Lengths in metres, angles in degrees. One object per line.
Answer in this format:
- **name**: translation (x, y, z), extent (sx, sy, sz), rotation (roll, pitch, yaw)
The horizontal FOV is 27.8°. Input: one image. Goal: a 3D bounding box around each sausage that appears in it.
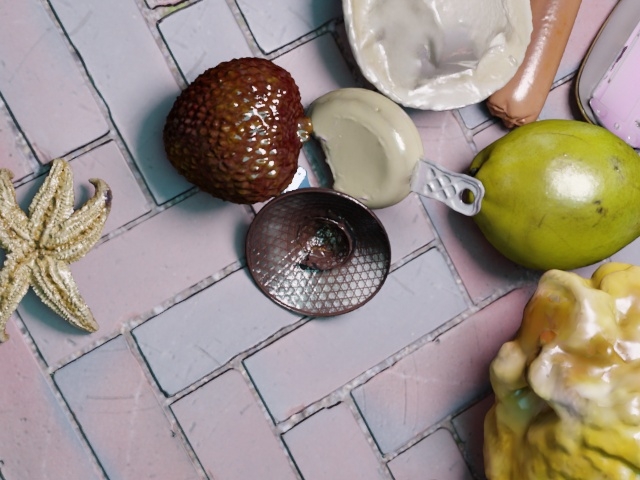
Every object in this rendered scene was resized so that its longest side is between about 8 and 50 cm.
- **sausage**: translation (0.309, -0.296, 1.822), extent (0.086, 0.086, 0.289), rotation (24, 81, -17)

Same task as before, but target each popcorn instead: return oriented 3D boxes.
- **popcorn**: translation (0.395, 0.226, 1.689), extent (0.354, 0.344, 0.390), rotation (-31, 129, -56)

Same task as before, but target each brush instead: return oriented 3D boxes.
- **brush**: translation (-0.002, -0.053, 1.736), extent (0.164, 0.014, 0.051), rotation (34, 78, -16)

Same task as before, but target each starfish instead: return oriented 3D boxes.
- **starfish**: translation (-0.339, 0.019, 1.587), extent (0.216, 0.071, 0.238), rotation (36, 83, -9)

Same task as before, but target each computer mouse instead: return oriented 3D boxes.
- **computer mouse**: translation (0.484, -0.273, 1.890), extent (0.158, 0.072, 0.310), rotation (37, 76, -16)

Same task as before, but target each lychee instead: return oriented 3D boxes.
- **lychee**: translation (-0.098, -0.137, 1.620), extent (0.194, 0.194, 0.194), rotation (1, 87, -20)

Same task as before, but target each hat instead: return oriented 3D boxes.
- **hat**: translation (0.000, 0.000, 1.704), extent (0.193, 0.082, 0.193), rotation (3, 120, 5)

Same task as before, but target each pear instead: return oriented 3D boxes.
- **pear**: translation (0.328, -0.062, 1.754), extent (0.269, 0.212, 0.212), rotation (8, 85, -13)

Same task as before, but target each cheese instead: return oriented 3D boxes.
- **cheese**: translation (0.097, -0.117, 1.674), extent (0.071, 0.249, 0.163), rotation (-29, 117, -50)

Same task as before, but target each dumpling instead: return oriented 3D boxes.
- **dumpling**: translation (0.162, -0.283, 1.710), extent (0.243, 0.175, 0.226), rotation (-9, 78, 8)
